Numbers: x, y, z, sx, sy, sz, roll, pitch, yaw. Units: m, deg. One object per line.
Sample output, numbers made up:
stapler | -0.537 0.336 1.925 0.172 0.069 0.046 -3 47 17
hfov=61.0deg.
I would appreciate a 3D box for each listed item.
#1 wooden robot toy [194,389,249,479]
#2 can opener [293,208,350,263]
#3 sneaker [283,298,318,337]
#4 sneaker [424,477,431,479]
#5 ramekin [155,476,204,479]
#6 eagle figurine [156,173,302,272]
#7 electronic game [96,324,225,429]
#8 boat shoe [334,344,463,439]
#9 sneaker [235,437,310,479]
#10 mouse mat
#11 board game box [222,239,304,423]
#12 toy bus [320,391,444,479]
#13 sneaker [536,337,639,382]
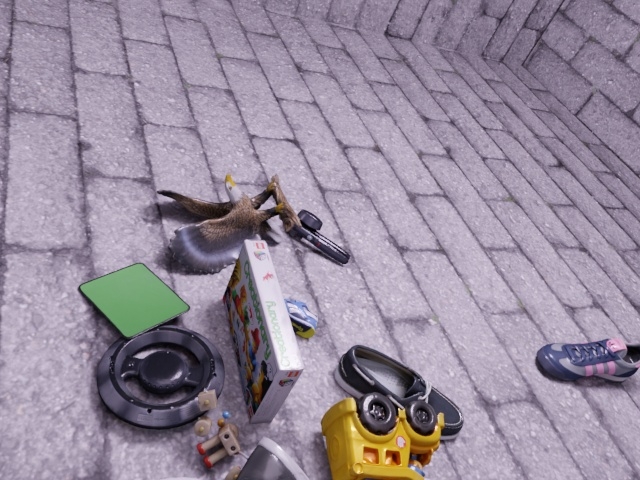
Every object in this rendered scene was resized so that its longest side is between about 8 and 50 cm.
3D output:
wooden robot toy | -0.177 0.345 0.962 0.076 0.079 0.173 -27 92 -4
can opener | 0.000 0.000 1.434 0.186 0.073 0.059 41 33 3
sneaker | -0.067 0.160 1.228 0.144 0.053 0.059 37 41 -1
sneaker | 0.263 0.525 0.985 0.085 0.086 0.237 -25 60 -42
ramekin | -0.191 0.452 0.710 0.277 0.135 0.277 2 57 -2
eagle figurine | -0.222 -0.061 1.315 0.298 0.225 0.226 -21 9 -8
electronic game | -0.294 0.247 1.012 0.229 0.048 0.229 10 37 -8
boat shoe | 0.178 0.322 1.153 0.302 0.091 0.114 24 40 -3
sneaker | -0.039 0.478 0.875 0.296 0.104 0.147 44 59 7
mouse mat | -0.380 0.117 1.112 0.190 0.007 0.152 34 39 29
board game box | -0.122 0.174 1.072 0.053 0.193 0.305 2 45 -27
toy bus | 0.122 0.406 0.993 0.220 0.149 0.211 13 46 -19
sneaker | 0.726 0.299 1.443 0.319 0.131 0.112 6 44 -23
